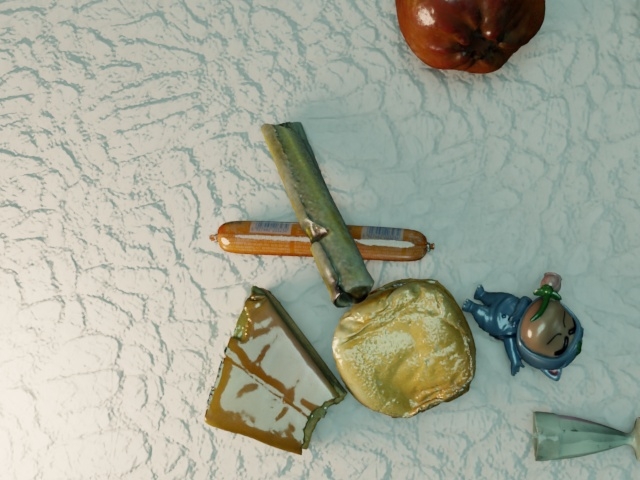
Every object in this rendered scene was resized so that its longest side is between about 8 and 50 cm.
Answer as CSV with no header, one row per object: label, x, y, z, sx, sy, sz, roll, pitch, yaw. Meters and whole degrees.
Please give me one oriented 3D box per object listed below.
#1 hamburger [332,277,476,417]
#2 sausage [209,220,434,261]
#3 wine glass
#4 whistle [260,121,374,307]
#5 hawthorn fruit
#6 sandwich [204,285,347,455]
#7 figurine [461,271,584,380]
hamburger,0.122,0.159,1.537,0.214,0.108,0.213,1,94,11
sausage,0.000,0.000,1.604,0.348,0.053,0.053,3,85,7
wine glass,0.387,0.285,1.522,0.155,0.073,0.073,0,85,4
whistle,-0.008,-0.050,1.567,0.068,0.057,0.326,-11,60,-22
hawthorn fruit,0.208,-0.381,1.537,0.224,0.224,0.260,-18,66,5
sandwich,-0.050,0.194,1.566,0.186,0.108,0.220,16,84,8
figurine,0.296,0.113,1.518,0.178,0.144,0.114,26,53,21
